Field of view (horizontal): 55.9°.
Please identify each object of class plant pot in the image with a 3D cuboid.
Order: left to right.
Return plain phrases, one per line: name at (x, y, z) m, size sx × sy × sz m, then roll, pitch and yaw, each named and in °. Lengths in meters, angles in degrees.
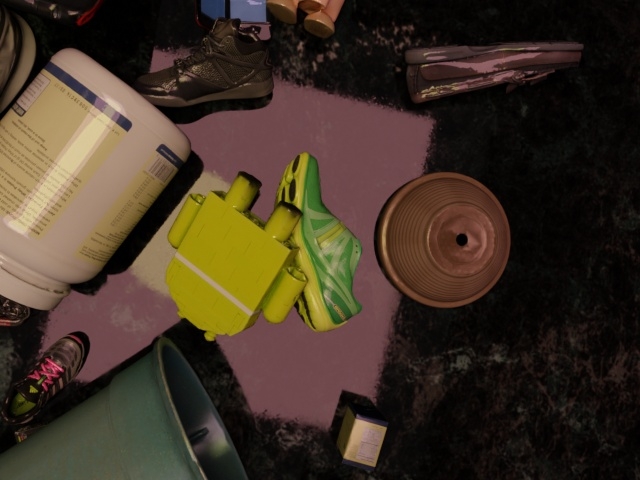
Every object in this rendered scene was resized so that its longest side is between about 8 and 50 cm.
plant pot at (-0.293, 0.366, 0.838) m, size 0.334 × 0.341 × 0.341 m, roll -28°, pitch 93°, yaw -7°
plant pot at (0.220, -0.002, 1.019) m, size 0.237 × 0.110 × 0.238 m, roll 0°, pitch 89°, yaw -6°

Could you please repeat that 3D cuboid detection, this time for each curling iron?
curling iron at (-0.603, 0.102, 0.961) m, size 0.273 × 0.035 × 0.068 m, roll 1°, pitch 86°, yaw -7°

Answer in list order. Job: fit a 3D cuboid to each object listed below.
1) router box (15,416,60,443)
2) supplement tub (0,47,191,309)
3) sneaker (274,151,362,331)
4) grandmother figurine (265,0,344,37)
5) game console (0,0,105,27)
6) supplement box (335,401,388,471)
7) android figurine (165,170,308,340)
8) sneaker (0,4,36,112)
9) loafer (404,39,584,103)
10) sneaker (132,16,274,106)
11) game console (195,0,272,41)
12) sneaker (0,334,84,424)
router box at (-0.430, 0.352, 0.978) m, size 0.092 × 0.038 × 0.123 m, roll -13°, pitch 91°, yaw -8°
supplement tub at (-0.374, -0.086, 0.887) m, size 0.235 × 0.235 × 0.325 m, roll 38°, pitch 86°, yaw -5°
sneaker at (0.000, 0.000, 1.009) m, size 0.123 × 0.109 × 0.296 m, roll -11°, pitch 92°, yaw -25°
grandmother figurine at (0.039, -0.520, 1.006) m, size 0.207 × 0.104 × 0.343 m, roll 21°, pitch 90°, yaw -16°
game console at (-0.464, -0.471, 0.875) m, size 0.386 × 0.060 × 0.342 m, roll 17°, pitch 49°, yaw -6°
supplement box at (0.068, 0.327, 1.012) m, size 0.056 × 0.083 × 0.083 m, roll 18°, pitch 87°, yaw -6°
android figurine at (-0.143, 0.036, 0.964) m, size 0.248 × 0.056 × 0.273 m, roll 34°, pitch 107°, yaw 15°
sneaker at (-0.576, -0.164, 0.853) m, size 0.169 × 0.257 × 0.448 m, roll 20°, pitch 88°, yaw -6°
loafer at (0.295, -0.293, 1.043) m, size 0.302 × 0.109 × 0.095 m, roll -3°, pitch 109°, yaw -1°
sneaker at (-0.189, -0.285, 0.955) m, size 0.227 × 0.087 × 0.130 m, roll -10°, pitch 133°, yaw -10°
game console at (-0.139, -0.410, 0.990) m, size 0.124 × 0.085 × 0.144 m, roll 0°, pitch 90°, yaw -6°
sneaker at (-0.444, 0.226, 0.959) m, size 0.063 × 0.075 × 0.170 m, roll 41°, pitch 85°, yaw -5°
